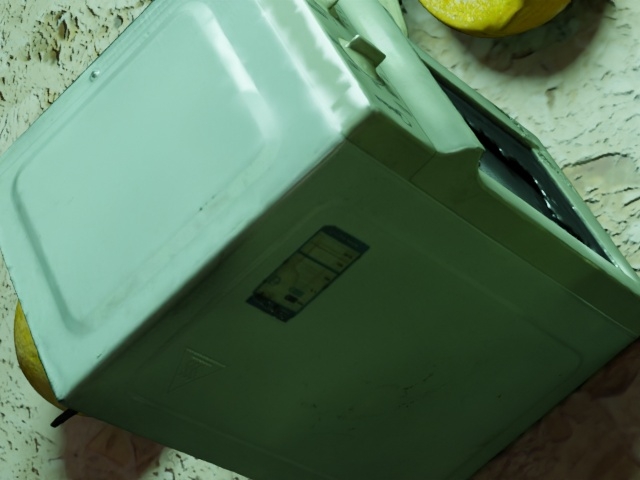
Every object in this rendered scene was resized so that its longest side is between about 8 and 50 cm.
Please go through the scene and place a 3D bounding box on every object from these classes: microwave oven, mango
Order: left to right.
[{"bbox_3d":[0.000,0.000,1.095,0.286,0.355,0.218,-42,50,17],"label":"microwave oven"},{"bbox_3d":[0.121,-0.233,1.283,0.217,0.102,0.141,34,118,47],"label":"mango"}]

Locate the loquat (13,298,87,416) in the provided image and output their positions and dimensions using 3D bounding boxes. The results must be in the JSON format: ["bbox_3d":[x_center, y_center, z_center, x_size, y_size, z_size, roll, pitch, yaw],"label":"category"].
[{"bbox_3d":[-0.173,0.067,1.347,0.163,0.137,0.163,-30,37,26],"label":"loquat"}]

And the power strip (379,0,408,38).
[{"bbox_3d":[0.039,-0.200,1.350,0.028,0.076,0.169,-9,58,-9],"label":"power strip"}]
